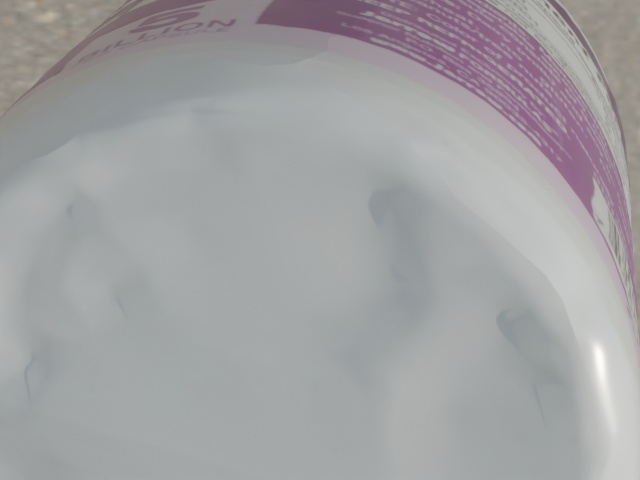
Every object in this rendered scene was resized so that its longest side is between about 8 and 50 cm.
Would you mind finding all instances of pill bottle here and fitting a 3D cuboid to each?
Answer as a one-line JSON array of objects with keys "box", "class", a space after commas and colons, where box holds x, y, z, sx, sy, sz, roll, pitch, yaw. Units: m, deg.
[{"box": [0.000, 0.000, 0.541, 0.301, 0.169, 0.169, -69, 150, -71], "class": "pill bottle"}]
